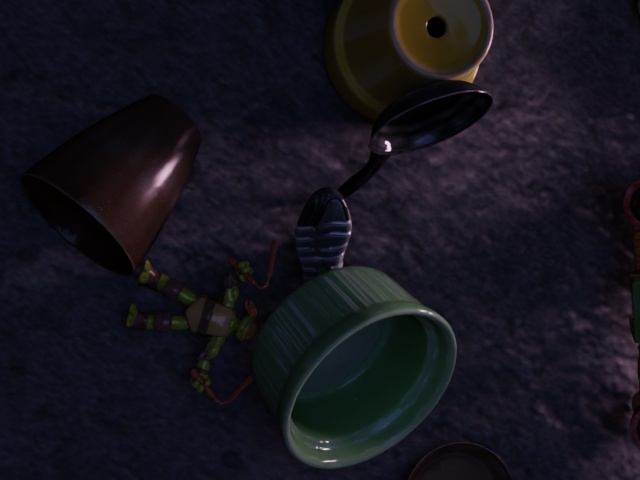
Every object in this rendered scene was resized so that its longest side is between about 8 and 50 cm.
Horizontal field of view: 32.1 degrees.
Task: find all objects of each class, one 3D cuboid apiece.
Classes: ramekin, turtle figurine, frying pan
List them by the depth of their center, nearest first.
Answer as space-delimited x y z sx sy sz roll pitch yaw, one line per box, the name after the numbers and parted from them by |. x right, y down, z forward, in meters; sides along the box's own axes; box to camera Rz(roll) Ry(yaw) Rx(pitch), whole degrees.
0.043 0.186 1.694 0.303 0.148 0.304 -20 133 -23 | ramekin
0.143 -0.161 1.716 0.197 0.326 0.053 -14 74 -21 | frying pan
-0.182 0.103 1.737 0.217 0.087 0.270 18 95 -5 | turtle figurine

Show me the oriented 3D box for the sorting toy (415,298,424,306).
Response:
0.152 0.146 1.850 0.062 0.012 0.083 44 81 -10 | sorting toy

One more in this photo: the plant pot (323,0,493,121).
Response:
0.149 -0.316 1.728 0.253 0.239 0.254 0 91 -12 | plant pot

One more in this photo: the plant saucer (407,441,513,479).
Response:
0.227 0.433 1.861 0.198 0.036 0.199 0 91 -14 | plant saucer

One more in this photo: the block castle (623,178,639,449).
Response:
0.647 0.114 1.797 0.302 0.213 0.454 -2 98 11 | block castle

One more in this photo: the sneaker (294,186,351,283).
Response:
0.000 0.000 1.748 0.086 0.132 0.229 1 119 -3 | sneaker

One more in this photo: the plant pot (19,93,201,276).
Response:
-0.289 -0.102 1.664 0.215 0.215 0.230 43 68 -10 | plant pot

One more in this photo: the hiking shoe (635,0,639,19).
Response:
0.670 -0.343 1.896 0.304 0.132 0.113 44 84 -8 | hiking shoe
